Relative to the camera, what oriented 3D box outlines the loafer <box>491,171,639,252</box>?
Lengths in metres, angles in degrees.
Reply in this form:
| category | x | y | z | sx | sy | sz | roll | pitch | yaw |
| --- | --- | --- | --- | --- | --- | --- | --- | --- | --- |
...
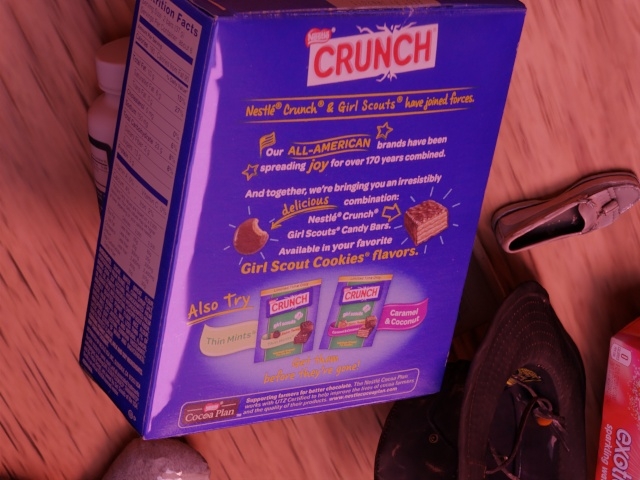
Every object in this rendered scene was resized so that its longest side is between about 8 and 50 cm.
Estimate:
| category | x | y | z | sx | sy | sz | roll | pitch | yaw |
| --- | --- | --- | --- | --- | --- | --- | --- | --- | --- |
| loafer | 0.202 | -0.018 | 1.575 | 0.125 | 0.039 | 0.045 | -17 | 125 | 4 |

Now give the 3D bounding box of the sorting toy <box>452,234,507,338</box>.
| category | x | y | z | sx | sy | sz | roll | pitch | yaw |
| --- | --- | --- | --- | --- | --- | --- | --- | --- | --- |
| sorting toy | 0.000 | 0.000 | 1.558 | 0.229 | 0.041 | 0.307 | -23 | 125 | 8 |

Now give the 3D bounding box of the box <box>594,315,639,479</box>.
| category | x | y | z | sx | sy | sz | roll | pitch | yaw |
| --- | --- | --- | --- | --- | --- | --- | --- | --- | --- |
| box | 0.318 | 0.178 | 1.651 | 0.122 | 0.128 | 0.257 | -32 | 137 | -37 |

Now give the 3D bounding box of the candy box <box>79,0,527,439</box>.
| category | x | y | z | sx | sy | sz | roll | pitch | yaw |
| --- | --- | --- | --- | --- | --- | --- | --- | --- | --- |
| candy box | -0.015 | -0.036 | 1.393 | 0.268 | 0.122 | 0.317 | -5 | 120 | -35 |

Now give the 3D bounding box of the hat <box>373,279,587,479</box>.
| category | x | y | z | sx | sy | sz | roll | pitch | yaw |
| --- | --- | --- | --- | --- | --- | --- | --- | --- | --- |
| hat | 0.119 | 0.198 | 1.586 | 0.134 | 0.331 | 0.331 | -1 | 129 | 24 |

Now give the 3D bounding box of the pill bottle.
| category | x | y | z | sx | sy | sz | roll | pitch | yaw |
| --- | --- | --- | --- | --- | --- | --- | --- | --- | --- |
| pill bottle | -0.123 | -0.064 | 1.456 | 0.094 | 0.094 | 0.169 | -7 | 115 | -3 |

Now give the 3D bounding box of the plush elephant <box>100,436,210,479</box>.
| category | x | y | z | sx | sy | sz | roll | pitch | yaw |
| --- | --- | --- | --- | --- | --- | --- | --- | --- | --- |
| plush elephant | -0.266 | 0.328 | 1.620 | 0.272 | 0.255 | 0.330 | 18 | 121 | -19 |
